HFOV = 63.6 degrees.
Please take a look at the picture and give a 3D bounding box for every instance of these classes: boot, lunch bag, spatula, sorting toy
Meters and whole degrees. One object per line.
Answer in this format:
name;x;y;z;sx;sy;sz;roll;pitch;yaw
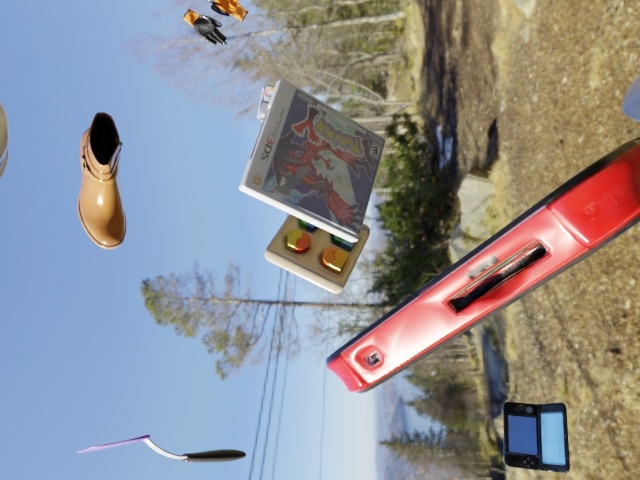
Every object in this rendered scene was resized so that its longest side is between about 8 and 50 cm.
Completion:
boot;-0.492;-0.135;1.186;0.220;0.109;0.283;-23;71;58
lunch bag;-0.079;-0.256;1.000;0.053;0.083;0.071;-9;70;61
spatula;-0.243;0.344;0.844;0.296;0.084;0.030;27;-131;-38
sorting toy;0.000;0.000;1.185;0.208;0.193;0.038;-60;-6;-38

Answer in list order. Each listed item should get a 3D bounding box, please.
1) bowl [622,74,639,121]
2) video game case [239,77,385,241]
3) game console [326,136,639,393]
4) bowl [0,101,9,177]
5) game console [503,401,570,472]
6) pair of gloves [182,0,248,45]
bowl;0.542;-0.212;0.774;0.142;0.142;0.053;-48;-21;-39
video game case;-0.004;-0.118;0.779;0.023;0.201;0.183;-13;57;59
game console;0.202;0.018;0.585;0.060;0.386;0.342;53;-142;9
bowl;-0.641;-0.212;0.838;0.298;0.134;0.298;34;-137;-39
game console;0.406;0.369;0.978;0.071;0.107;0.122;61;-147;-62
pair of gloves;-0.159;-0.344;0.788;0.083;0.074;0.010;-57;13;-8
